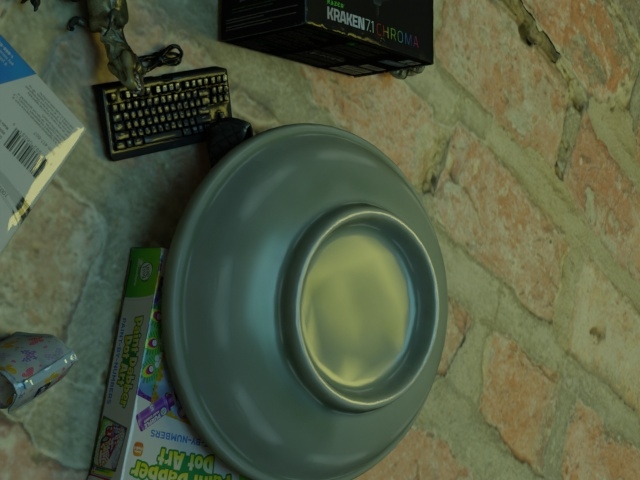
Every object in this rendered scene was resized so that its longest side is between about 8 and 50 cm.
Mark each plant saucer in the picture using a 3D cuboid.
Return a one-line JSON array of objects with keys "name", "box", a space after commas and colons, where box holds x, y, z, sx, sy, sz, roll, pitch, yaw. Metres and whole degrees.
[{"name": "plant saucer", "box": [0.021, 0.071, 1.251, 0.400, 0.100, 0.400, 2, 87, -41]}]

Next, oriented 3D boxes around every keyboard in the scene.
[{"name": "keyboard", "box": [-0.160, -0.150, 1.229, 0.180, 0.023, 0.108, -20, 103, -49]}]

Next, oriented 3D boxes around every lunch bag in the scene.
[{"name": "lunch bag", "box": [-0.267, 0.118, 1.042, 0.071, 0.083, 0.053, -35, 114, -46]}]

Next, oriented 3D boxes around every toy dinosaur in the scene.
[{"name": "toy dinosaur", "box": [-0.227, -0.272, 1.132, 0.118, 0.064, 0.268, -5, 90, -56]}]

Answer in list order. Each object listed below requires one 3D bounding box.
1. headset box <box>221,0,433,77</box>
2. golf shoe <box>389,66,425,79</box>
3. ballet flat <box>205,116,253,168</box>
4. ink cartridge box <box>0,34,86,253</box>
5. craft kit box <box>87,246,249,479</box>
[{"name": "headset box", "box": [0.014, -0.354, 1.362, 0.246, 0.131, 0.283, 7, 82, -50]}, {"name": "golf shoe", "box": [0.098, -0.301, 1.526, 0.086, 0.069, 0.176, -47, 128, -64]}, {"name": "ballet flat", "box": [-0.085, -0.052, 1.285, 0.057, 0.049, 0.173, -42, 128, -43]}, {"name": "ink cartridge box", "box": [-0.316, -0.068, 0.991, 0.148, 0.086, 0.203, 52, 53, -34]}, {"name": "craft kit box", "box": [-0.116, 0.156, 1.242, 0.250, 0.061, 0.247, 22, 74, -47]}]
